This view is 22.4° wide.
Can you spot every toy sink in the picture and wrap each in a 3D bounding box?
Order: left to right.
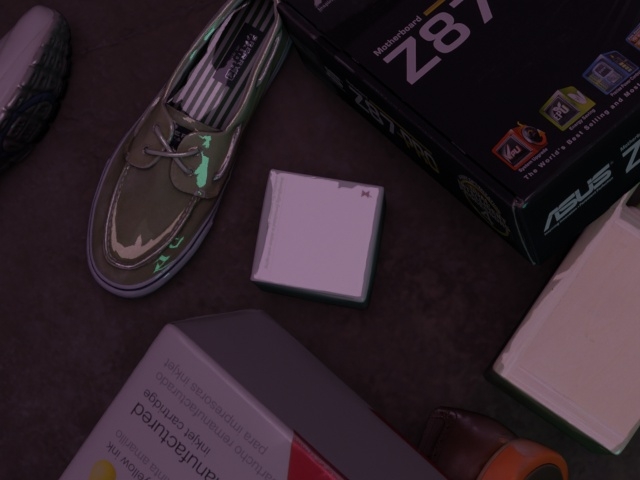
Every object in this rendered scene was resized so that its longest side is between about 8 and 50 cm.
[{"bbox_3d":[0.255,0.051,1.333,0.131,0.153,0.234,34,85,6],"label":"toy sink"}]

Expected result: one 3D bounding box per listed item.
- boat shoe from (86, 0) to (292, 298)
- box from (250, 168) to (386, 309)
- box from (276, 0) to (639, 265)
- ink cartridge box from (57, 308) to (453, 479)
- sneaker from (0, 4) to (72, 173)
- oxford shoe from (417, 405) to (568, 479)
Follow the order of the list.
[{"bbox_3d":[-0.119,-0.093,1.397,0.109,0.094,0.302,26,85,6],"label":"boat shoe"},{"bbox_3d":[0.000,0.000,1.383,0.102,0.087,0.101,10,84,4],"label":"box"},{"bbox_3d":[0.212,-0.207,1.310,0.395,0.097,0.318,-39,51,-8],"label":"box"},{"bbox_3d":[-0.089,0.288,1.243,0.279,0.160,0.384,40,107,17],"label":"ink cartridge box"},{"bbox_3d":[-0.330,-0.092,1.405,0.129,0.111,0.297,37,86,11],"label":"sneaker"},{"bbox_3d":[0.074,0.313,1.347,0.133,0.130,0.363,29,93,38],"label":"oxford shoe"}]
